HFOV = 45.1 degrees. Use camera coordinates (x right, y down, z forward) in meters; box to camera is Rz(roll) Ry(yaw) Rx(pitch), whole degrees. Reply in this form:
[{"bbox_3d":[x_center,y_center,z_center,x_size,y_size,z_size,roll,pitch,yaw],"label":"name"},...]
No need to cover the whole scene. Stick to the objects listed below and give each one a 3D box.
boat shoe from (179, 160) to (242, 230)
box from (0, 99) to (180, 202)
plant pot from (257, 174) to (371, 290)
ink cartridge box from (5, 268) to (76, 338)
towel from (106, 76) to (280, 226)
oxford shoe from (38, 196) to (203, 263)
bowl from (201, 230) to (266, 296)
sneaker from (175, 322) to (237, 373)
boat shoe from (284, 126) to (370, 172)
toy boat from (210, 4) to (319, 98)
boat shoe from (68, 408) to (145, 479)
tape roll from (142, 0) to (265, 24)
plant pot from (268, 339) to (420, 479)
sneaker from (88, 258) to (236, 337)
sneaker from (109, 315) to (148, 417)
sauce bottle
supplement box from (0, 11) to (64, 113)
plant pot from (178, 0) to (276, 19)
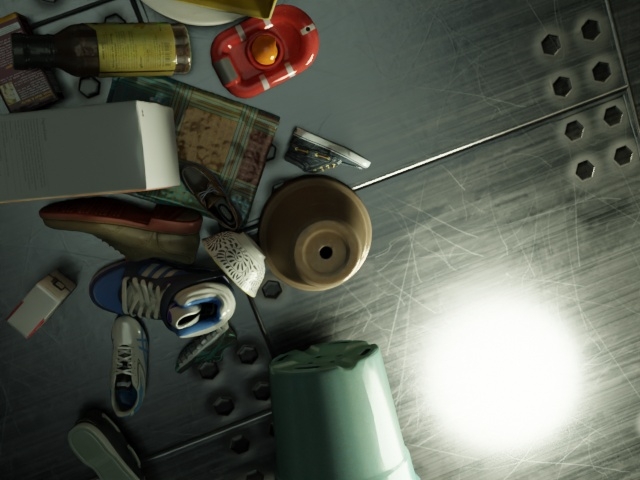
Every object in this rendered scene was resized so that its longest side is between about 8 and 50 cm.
[{"bbox_3d":[-0.232,-0.096,1.662,0.066,0.066,0.183,-43,105,3],"label":"boat shoe"},{"bbox_3d":[-0.479,-0.171,1.520,0.345,0.215,0.168,-5,96,8],"label":"box"},{"bbox_3d":[0.000,0.000,1.665,0.263,0.229,0.263,-2,101,-8],"label":"plant pot"},{"bbox_3d":[-0.597,0.133,1.656,0.063,0.150,0.109,41,94,-9],"label":"ink cartridge box"},{"bbox_3d":[-0.301,-0.202,1.681,0.370,0.040,0.271,17,100,-11],"label":"towel"},{"bbox_3d":[-0.432,-0.012,1.658,0.348,0.123,0.130,8,113,2],"label":"oxford shoe"},{"bbox_3d":[-0.171,0.035,1.671,0.080,0.170,0.170,-41,104,2],"label":"bowl"},{"bbox_3d":[-0.260,0.259,1.772,0.166,0.065,0.076,-40,108,4],"label":"sneaker"},{"bbox_3d":[0.014,-0.180,1.717,0.183,0.065,0.083,23,101,-6],"label":"boat shoe"},{"bbox_3d":[-0.113,-0.397,1.605,0.231,0.151,0.151,-27,104,-1],"label":"toy boat"},{"bbox_3d":[-0.463,0.526,1.785,0.114,0.091,0.303,-20,107,17],"label":"boat shoe"},{"bbox_3d":[-0.240,-0.632,1.543,0.392,0.072,0.392,-1,102,-7],"label":"tape roll"},{"bbox_3d":[0.035,0.414,1.723,0.341,0.341,0.334,-9,95,-5],"label":"plant pot"},{"bbox_3d":[-0.341,0.125,1.641,0.322,0.236,0.130,2,101,-9],"label":"sneaker"},{"bbox_3d":[-0.436,0.286,1.743,0.085,0.086,0.237,0,100,-6],"label":"sneaker"},{"bbox_3d":[-0.438,-0.384,1.551,0.344,0.111,0.111,-6,103,-22],"label":"sauce bottle"},{"bbox_3d":[-0.621,-0.358,1.584,0.104,0.081,0.188,-24,103,-3],"label":"supplement box"},{"bbox_3d":[-0.172,-0.552,1.437,0.212,0.212,0.187,10,88,-9],"label":"plant pot"}]
